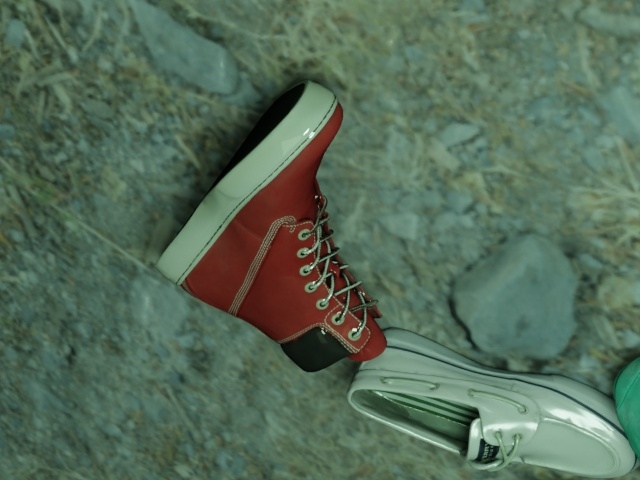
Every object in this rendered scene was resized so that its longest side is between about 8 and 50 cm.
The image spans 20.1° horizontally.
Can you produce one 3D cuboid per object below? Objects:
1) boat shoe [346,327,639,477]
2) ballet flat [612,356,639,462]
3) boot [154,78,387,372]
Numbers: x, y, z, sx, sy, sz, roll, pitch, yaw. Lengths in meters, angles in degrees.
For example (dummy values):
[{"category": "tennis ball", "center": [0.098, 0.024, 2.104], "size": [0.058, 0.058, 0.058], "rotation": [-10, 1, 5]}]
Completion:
[{"category": "boat shoe", "center": [0.127, 0.140, 1.351], "size": [0.226, 0.076, 0.083], "rotation": [16, 131, 16]}, {"category": "ballet flat", "center": [0.285, 0.192, 1.291], "size": [0.247, 0.083, 0.087], "rotation": [61, 168, -20]}, {"category": "boot", "center": [0.000, 0.000, 1.307], "size": [0.176, 0.088, 0.244], "rotation": [36, 141, -2]}]
